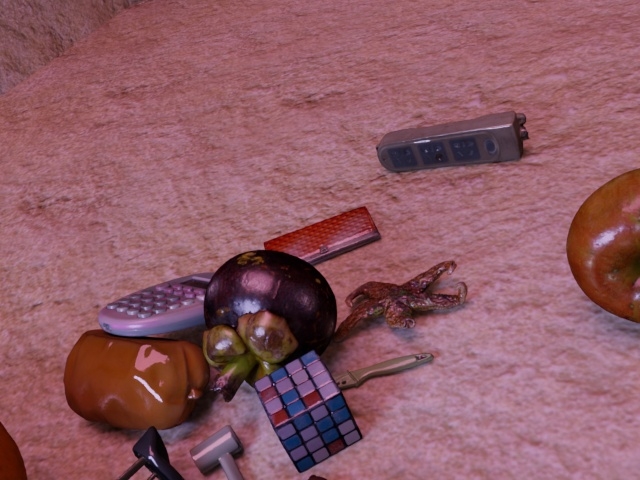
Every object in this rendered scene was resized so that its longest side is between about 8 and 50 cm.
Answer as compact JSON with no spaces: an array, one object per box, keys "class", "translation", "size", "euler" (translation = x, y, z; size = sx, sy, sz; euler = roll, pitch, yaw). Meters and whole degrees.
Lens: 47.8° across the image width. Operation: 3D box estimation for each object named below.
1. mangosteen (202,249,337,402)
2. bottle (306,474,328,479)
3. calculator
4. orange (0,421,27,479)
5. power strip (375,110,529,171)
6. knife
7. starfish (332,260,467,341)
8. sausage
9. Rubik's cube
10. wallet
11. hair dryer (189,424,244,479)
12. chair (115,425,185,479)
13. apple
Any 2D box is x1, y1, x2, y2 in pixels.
[{"class":"mangosteen","translation":[-0.078,0.122,0.985],"size":[0.192,0.192,0.217],"euler":[0,53,30]},{"class":"bottle","translation":[-0.008,0.311,0.809],"size":[0.063,0.047,0.101],"euler":[21,36,-2]},{"class":"calculator","translation":[-0.202,0.093,1.134],"size":[0.186,0.041,0.299],"euler":[5,15,43]},{"class":"orange","translation":[-0.533,0.356,0.800],"size":[0.425,0.326,0.424],"euler":[-3,26,1]},{"class":"power strip","translation":[0.229,-0.174,1.306],"size":[0.286,0.080,0.048],"euler":[-3,40,27]},{"class":"knife","translation":[0.053,0.184,0.975],"size":[0.207,0.014,0.030],"euler":[-17,34,12]},{"class":"starfish","translation":[0.109,0.095,1.049],"size":[0.210,0.053,0.150],"euler":[-28,21,0]},{"class":"sausage","translation":[-0.267,0.198,1.042],"size":[0.241,0.120,0.136],"euler":[-3,83,30]},{"class":"Rubik's cube","translation":[-0.016,0.212,0.903],"size":[0.092,0.092,0.092],"euler":[-27,34,-7]},{"class":"wallet","translation":[0.000,0.000,1.250],"size":[0.197,0.020,0.103],"euler":[-21,34,2]},{"class":"hair dryer","translation":[-0.116,0.294,0.907],"size":[0.063,0.037,0.124],"euler":[-32,42,-10]},{"class":"chair","translation":[-0.238,0.338,0.869],"size":[0.095,0.104,0.221],"euler":[28,59,18]},{"class":"apple","translation":[0.404,0.002,0.870],"size":[0.196,0.195,0.196],"euler":[-15,35,11]}]
